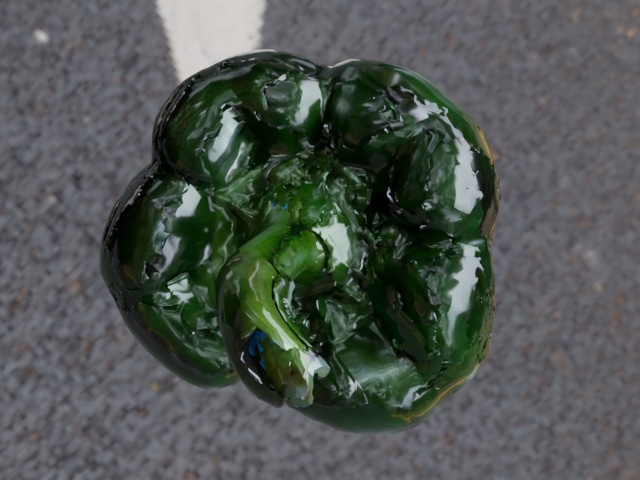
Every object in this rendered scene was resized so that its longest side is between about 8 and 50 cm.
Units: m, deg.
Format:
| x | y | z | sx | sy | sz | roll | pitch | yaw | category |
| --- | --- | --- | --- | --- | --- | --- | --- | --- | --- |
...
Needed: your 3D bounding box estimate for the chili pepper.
| x | y | z | sx | sy | sz | roll | pitch | yaw | category |
| --- | --- | --- | --- | --- | --- | --- | --- | --- | --- |
| 0.000 | 0.000 | 0.754 | 0.174 | 0.165 | 0.261 | 28 | 3 | 4 | chili pepper |
